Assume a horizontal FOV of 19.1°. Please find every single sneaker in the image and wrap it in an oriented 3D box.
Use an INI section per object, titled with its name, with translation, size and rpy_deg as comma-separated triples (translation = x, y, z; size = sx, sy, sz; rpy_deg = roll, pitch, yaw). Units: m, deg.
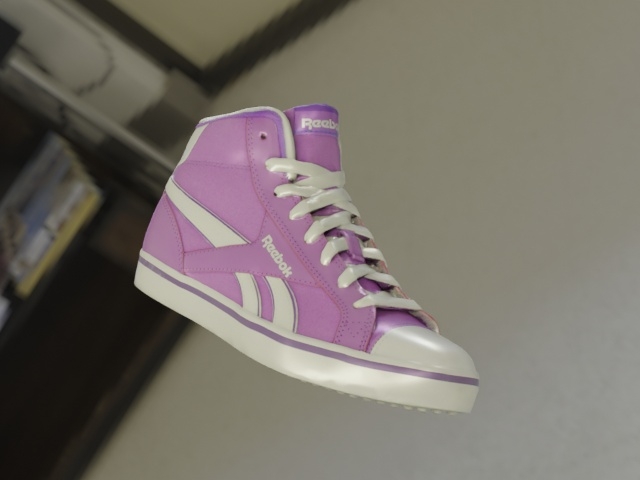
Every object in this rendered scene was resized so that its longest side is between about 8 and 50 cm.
[sneaker]
translation = -0.001, 0.000, 1.195
size = 0.282, 0.102, 0.161
rpy_deg = 25, 98, 37
